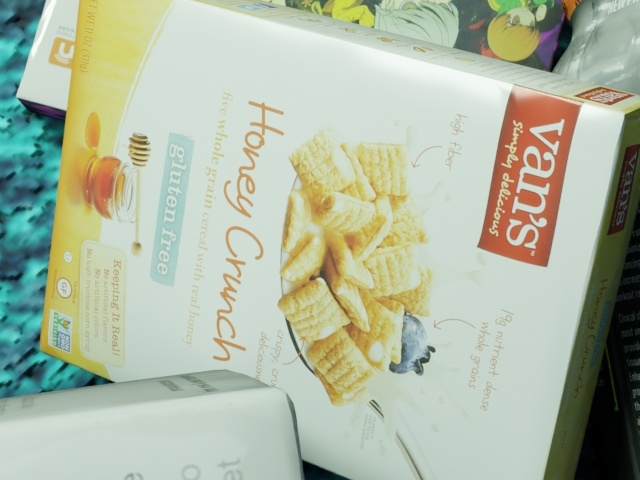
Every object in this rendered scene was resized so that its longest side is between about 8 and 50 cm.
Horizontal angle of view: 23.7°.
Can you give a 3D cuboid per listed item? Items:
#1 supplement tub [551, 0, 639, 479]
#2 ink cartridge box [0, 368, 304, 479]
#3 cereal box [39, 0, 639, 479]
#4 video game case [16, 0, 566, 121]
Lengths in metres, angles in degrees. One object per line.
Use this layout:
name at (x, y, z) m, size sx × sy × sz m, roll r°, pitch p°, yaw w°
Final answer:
supplement tub at (0.198, 0.020, 0.619) m, size 0.194 × 0.193 × 0.316 m, roll -9°, pitch 85°, yaw -3°
ink cartridge box at (-0.195, 0.210, 0.498) m, size 0.395 × 0.166 × 0.285 m, roll -7°, pitch 88°, yaw -11°
cereal box at (0.000, 0.000, 0.609) m, size 0.240 × 0.047 × 0.173 m, roll 18°, pitch 108°, yaw 27°
video game case at (0.001, -0.130, 0.704) m, size 0.232 × 0.042 × 0.210 m, roll 16°, pitch 85°, yaw 0°
